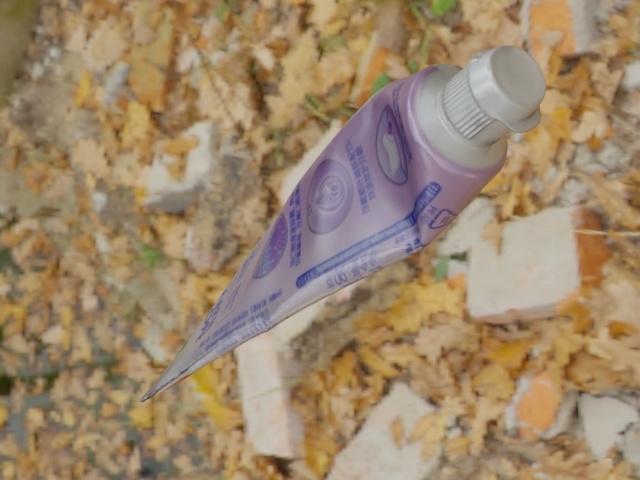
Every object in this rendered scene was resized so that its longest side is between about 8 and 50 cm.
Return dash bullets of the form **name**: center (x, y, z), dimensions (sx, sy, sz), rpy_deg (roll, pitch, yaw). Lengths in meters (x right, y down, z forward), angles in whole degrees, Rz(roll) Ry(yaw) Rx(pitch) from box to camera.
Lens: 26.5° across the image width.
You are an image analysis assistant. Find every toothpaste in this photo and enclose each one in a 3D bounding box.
- **toothpaste**: center (0.000, 0.000, 0.620), dimensions (0.301, 0.048, 0.075), rpy_deg (-40, 30, 50)
